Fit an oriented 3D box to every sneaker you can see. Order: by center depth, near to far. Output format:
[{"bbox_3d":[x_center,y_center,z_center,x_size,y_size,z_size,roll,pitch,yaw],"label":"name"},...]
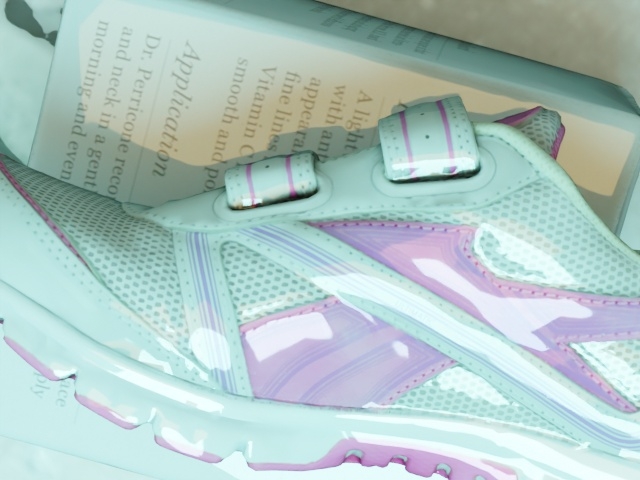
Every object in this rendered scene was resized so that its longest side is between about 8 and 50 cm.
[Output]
[{"bbox_3d":[0.019,0.009,0.550,0.252,0.103,0.111,15,95,-4],"label":"sneaker"}]

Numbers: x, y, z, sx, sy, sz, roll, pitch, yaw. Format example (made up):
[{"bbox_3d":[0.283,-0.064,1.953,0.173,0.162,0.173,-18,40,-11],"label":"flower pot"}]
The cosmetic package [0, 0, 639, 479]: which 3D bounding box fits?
[{"bbox_3d":[0.000,0.000,0.671,0.183,0.151,0.151,16,101,2],"label":"cosmetic package"}]
